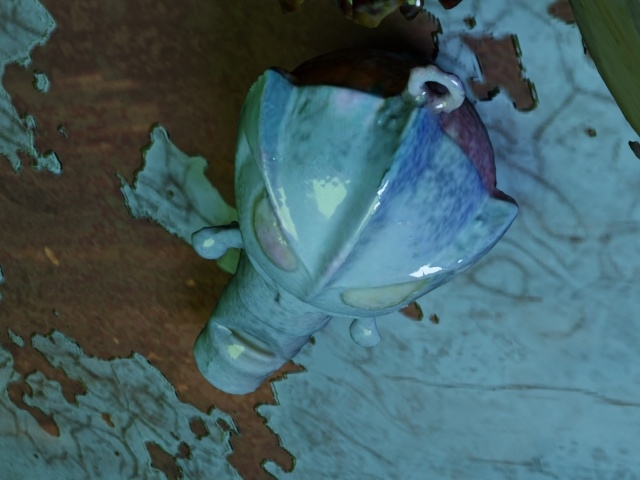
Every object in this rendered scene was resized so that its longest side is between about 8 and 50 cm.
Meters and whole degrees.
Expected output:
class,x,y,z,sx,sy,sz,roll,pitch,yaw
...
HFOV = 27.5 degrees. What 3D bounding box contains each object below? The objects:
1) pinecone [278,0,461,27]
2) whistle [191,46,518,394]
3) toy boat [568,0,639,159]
class,x,y,z,sx,sy,sz,roll,pitch,yaw
pinecone,-0.007,-0.208,0.522,0.224,0.224,0.272,-16,122,44
whistle,0.001,-0.001,0.747,0.142,0.134,0.346,8,152,-18
toy boat,0.137,-0.167,0.408,0.136,0.162,0.445,53,178,45
